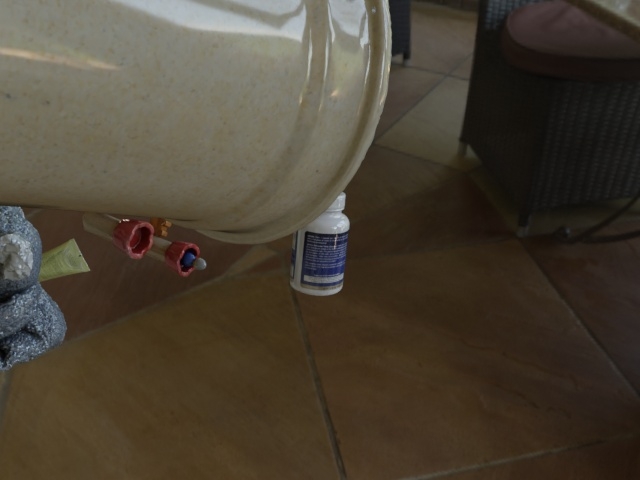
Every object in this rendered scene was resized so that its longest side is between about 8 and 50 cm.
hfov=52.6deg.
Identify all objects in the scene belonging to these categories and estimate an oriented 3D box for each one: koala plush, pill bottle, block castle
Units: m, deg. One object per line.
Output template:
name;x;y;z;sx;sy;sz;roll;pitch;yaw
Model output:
koala plush;-0.464;0.055;0.937;0.203;0.221;0.196;5;21;-31
pill bottle;0.000;0.000;1.099;0.094;0.169;0.094;5;18;-2
block castle;-0.328;-0.161;1.525;0.212;0.303;0.453;20;84;22

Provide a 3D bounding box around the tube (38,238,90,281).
tube;-0.710;0.069;1.674;0.240;0.070;0.062;-17;58;20

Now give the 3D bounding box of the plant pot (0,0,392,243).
plant pot;-0.168;-0.150;0.483;0.333;0.334;0.305;28;21;32
